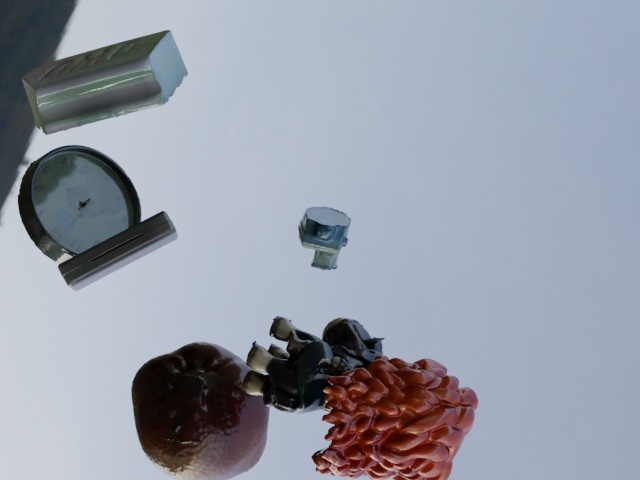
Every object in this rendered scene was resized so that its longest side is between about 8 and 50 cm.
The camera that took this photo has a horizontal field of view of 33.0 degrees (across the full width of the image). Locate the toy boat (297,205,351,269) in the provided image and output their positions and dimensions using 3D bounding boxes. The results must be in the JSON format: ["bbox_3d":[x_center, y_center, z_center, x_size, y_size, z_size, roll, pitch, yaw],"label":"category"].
[{"bbox_3d":[0.000,0.000,1.910,0.215,0.088,0.102,-95,-163,-78],"label":"toy boat"}]

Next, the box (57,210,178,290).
[{"bbox_3d":[-0.408,0.022,2.194,0.243,0.055,0.103,-29,174,-9],"label":"box"}]

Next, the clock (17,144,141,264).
[{"bbox_3d":[-0.513,-0.073,2.328,0.055,0.280,0.281,-28,-137,44],"label":"clock"}]

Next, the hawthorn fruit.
[{"bbox_3d":[-0.236,0.346,2.159,0.311,0.295,0.295,76,34,-74],"label":"hawthorn fruit"}]

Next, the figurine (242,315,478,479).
[{"bbox_3d":[0.061,0.266,1.889,0.412,0.306,0.241,34,-66,41],"label":"figurine"}]

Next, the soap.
[{"bbox_3d":[-0.472,-0.334,2.302,0.347,0.115,0.208,-12,-155,17],"label":"soap"}]
